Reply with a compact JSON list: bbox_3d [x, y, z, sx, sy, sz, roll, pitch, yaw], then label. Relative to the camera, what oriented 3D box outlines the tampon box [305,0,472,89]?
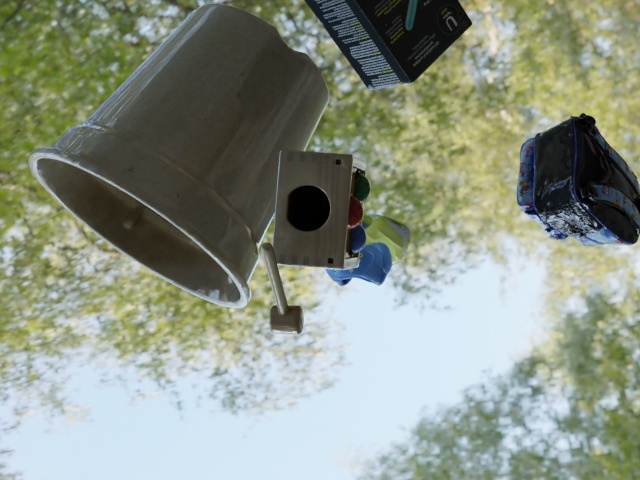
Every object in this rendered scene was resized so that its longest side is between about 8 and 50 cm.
[{"bbox_3d":[0.076,-0.281,1.372,0.120,0.101,0.161,-45,-68,-20],"label":"tampon box"}]

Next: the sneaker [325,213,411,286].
[{"bbox_3d":[0.012,-0.005,1.747,0.091,0.240,0.126,13,-81,-67],"label":"sneaker"}]

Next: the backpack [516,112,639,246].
[{"bbox_3d":[0.366,-0.066,1.586,0.173,0.117,0.158,33,-130,-35],"label":"backpack"}]

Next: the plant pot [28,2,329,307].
[{"bbox_3d":[-0.157,-0.130,1.515,0.334,0.334,0.305,42,-109,-30],"label":"plant pot"}]

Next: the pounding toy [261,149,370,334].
[{"bbox_3d":[-0.002,0.006,1.284,0.181,0.094,0.206,-1,-84,-80],"label":"pounding toy"}]
